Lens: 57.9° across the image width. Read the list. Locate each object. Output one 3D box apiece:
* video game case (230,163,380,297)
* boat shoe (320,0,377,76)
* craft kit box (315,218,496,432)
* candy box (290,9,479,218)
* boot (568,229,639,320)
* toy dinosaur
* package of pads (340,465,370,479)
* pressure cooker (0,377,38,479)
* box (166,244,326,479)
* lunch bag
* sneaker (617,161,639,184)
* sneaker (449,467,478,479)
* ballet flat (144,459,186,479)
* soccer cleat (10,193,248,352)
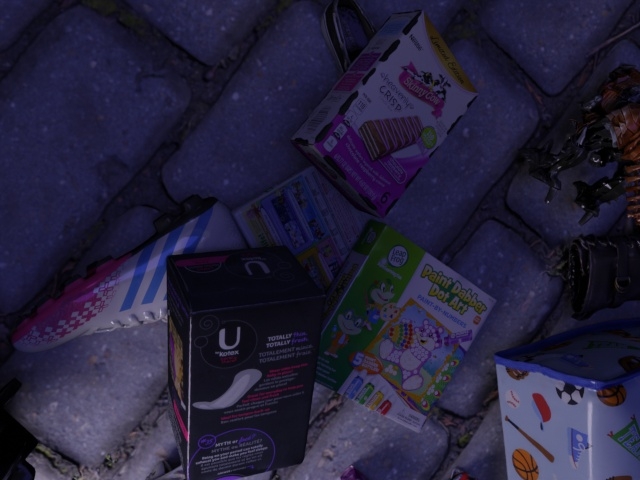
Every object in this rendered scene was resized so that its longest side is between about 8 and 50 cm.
[{"bbox_3d":[0.000,0.000,0.842,0.193,0.023,0.212,-33,114,-17],"label":"video game case"},{"bbox_3d":[0.068,-0.248,0.844,0.078,0.070,0.219,-32,101,-9],"label":"boat shoe"},{"bbox_3d":[0.114,0.135,0.877,0.250,0.061,0.246,32,85,-26],"label":"craft kit box"},{"bbox_3d":[0.093,-0.170,0.791,0.159,0.071,0.233,42,81,-33],"label":"candy box"},{"bbox_3d":[0.525,0.005,0.965,0.229,0.091,0.262,0,97,-14],"label":"boot"},{"bbox_3d":[0.431,-0.146,0.856,0.164,0.218,0.322,45,42,2],"label":"toy dinosaur"},{"bbox_3d":[0.072,0.400,0.915,0.032,0.050,0.083,-45,103,0],"label":"package of pads"},{"bbox_3d":[-0.538,0.269,0.595,0.370,0.375,0.420,-46,102,-9],"label":"pressure cooker"},{"bbox_3d":[-0.106,0.159,0.750,0.165,0.143,0.270,-5,118,-24],"label":"box"},{"bbox_3d":[0.503,0.305,0.922,0.386,0.239,0.327,-8,97,-29],"label":"lunch bag"},{"bbox_3d":[0.553,-0.156,0.976,0.059,0.053,0.144,24,90,-16],"label":"sneaker"},{"bbox_3d":[0.208,0.415,0.953,0.119,0.042,0.066,1,99,-21],"label":"sneaker"},{"bbox_3d":[-0.208,0.336,0.851,0.168,0.057,0.052,-24,72,-14],"label":"ballet flat"},{"bbox_3d":[-0.242,0.073,0.778,0.331,0.116,0.143,-35,102,-8],"label":"soccer cleat"}]
